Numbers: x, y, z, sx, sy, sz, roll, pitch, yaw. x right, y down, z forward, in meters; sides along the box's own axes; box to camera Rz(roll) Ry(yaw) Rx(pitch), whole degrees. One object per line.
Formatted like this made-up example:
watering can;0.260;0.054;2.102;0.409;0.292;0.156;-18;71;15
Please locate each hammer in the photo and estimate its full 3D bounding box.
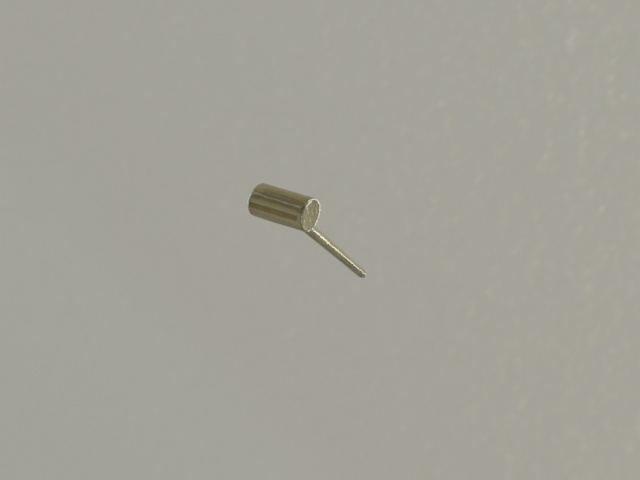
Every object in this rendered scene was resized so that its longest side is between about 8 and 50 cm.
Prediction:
hammer;0.000;0.000;1.052;0.035;0.019;0.110;17;-14;32
